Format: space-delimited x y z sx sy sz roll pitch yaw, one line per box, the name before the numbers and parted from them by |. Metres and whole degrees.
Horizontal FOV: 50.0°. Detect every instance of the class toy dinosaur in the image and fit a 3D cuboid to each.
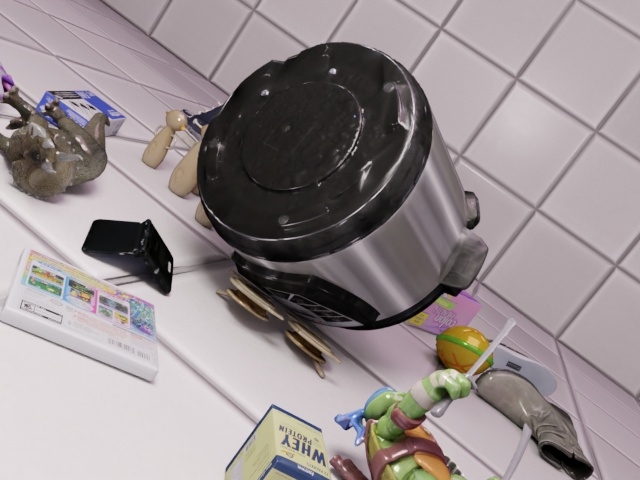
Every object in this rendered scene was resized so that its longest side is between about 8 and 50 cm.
toy dinosaur | -0.378 -0.129 0.985 0.160 0.121 0.313 48 7 0

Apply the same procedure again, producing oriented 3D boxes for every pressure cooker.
pressure cooker | 0.052 -0.055 1.108 0.420 0.375 0.370 50 19 -55

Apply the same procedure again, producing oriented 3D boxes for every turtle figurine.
turtle figurine | 0.159 0.232 0.698 0.274 0.198 0.266 1 36 -11

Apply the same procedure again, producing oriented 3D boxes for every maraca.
maraca | 0.298 0.234 1.441 0.127 0.099 0.186 30 -12 10

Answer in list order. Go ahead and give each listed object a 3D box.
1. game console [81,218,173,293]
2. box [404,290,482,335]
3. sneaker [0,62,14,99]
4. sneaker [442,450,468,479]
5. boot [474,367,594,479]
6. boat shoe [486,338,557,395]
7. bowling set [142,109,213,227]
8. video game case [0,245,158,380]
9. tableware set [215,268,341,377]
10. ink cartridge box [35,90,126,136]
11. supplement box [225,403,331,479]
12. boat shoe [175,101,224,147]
game console | -0.253 0.020 0.919 0.107 0.071 0.122 63 1 -23
box | 0.233 0.111 1.685 0.213 0.117 0.243 24 16 -44
sneaker | -0.538 -0.268 1.088 0.104 0.095 0.236 36 14 -32
sneaker | 0.135 0.276 0.869 0.162 0.063 0.073 42 10 30
boot | 0.423 0.357 1.347 0.246 0.083 0.161 32 17 -7
boat shoe | 0.491 0.314 1.731 0.228 0.080 0.076 26 14 -10
bowling set | -0.199 -0.141 1.364 0.287 0.154 0.200 43 14 31
video game case | -0.243 0.073 0.713 0.157 0.019 0.143 29 12 -25
tableware set | -0.062 0.122 0.992 0.194 0.039 0.128 39 -1 -13
ink cartridge box | -0.453 -0.241 1.314 0.097 0.046 0.207 36 11 -5
supplement box | -0.039 0.206 0.594 0.056 0.083 0.083 31 13 -16
boat shoe | -0.272 -0.296 1.775 0.127 0.158 0.340 24 16 -44
